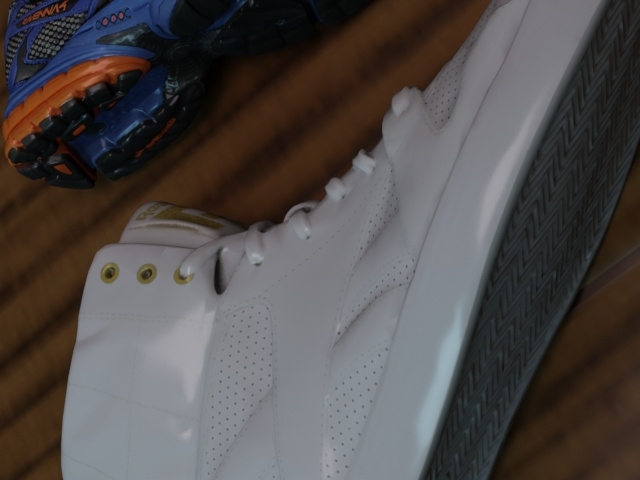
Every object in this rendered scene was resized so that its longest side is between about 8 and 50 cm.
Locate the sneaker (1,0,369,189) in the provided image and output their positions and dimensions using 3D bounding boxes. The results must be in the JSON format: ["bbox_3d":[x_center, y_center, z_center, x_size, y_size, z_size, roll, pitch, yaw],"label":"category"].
[{"bbox_3d":[-0.052,-0.112,0.636,0.221,0.083,0.087,-33,64,22],"label":"sneaker"}]

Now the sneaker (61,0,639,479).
[{"bbox_3d":[0.000,0.000,0.573,0.169,0.108,0.293,29,101,27],"label":"sneaker"}]
